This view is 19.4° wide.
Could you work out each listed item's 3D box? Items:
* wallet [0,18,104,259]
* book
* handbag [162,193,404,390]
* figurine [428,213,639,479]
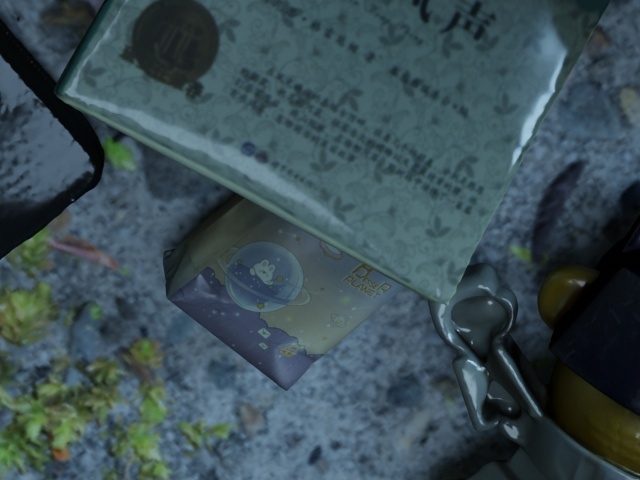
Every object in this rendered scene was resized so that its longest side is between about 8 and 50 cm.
[{"bbox_3d":[-0.249,-0.090,1.104,0.149,0.044,0.250,-36,114,4],"label":"wallet"},{"bbox_3d":[0.052,-0.185,1.059,0.264,0.031,0.379,28,91,-19],"label":"book"},{"bbox_3d":[0.000,0.000,1.161,0.173,0.095,0.117,-39,121,18],"label":"handbag"},{"bbox_3d":[0.209,0.108,1.208,0.308,0.143,0.308,-5,120,-9],"label":"figurine"}]
